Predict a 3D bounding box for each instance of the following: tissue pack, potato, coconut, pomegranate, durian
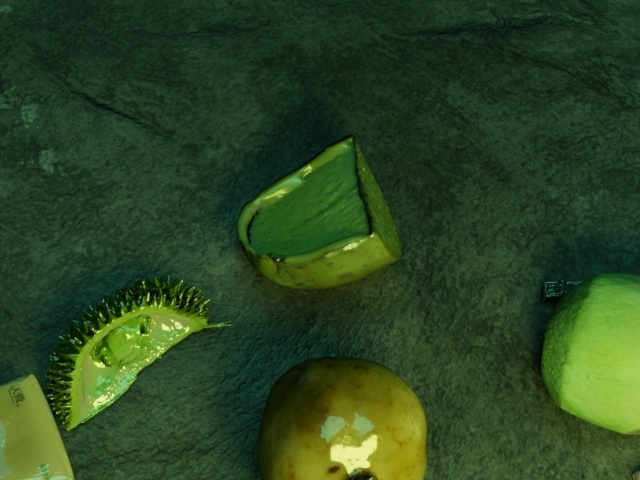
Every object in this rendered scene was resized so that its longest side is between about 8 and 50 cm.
[{"bbox_3d":[-0.537,0.360,1.431,0.186,0.090,0.222,-20,64,-19],"label":"tissue pack"},{"bbox_3d":[0.000,0.000,1.663,0.280,0.213,0.330,-22,38,10],"label":"potato"},{"bbox_3d":[0.578,0.206,1.532,0.328,0.281,0.328,-4,24,2],"label":"coconut"},{"bbox_3d":[0.034,0.331,1.413,0.307,0.307,0.307,3,59,-4],"label":"pomegranate"},{"bbox_3d":[-0.365,0.181,1.570,0.355,0.157,0.169,-34,104,-22],"label":"durian"}]

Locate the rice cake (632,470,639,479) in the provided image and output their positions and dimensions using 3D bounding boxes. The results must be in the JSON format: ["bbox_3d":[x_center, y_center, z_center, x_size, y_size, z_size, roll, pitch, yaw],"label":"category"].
[{"bbox_3d":[0.588,0.529,1.470,0.055,0.049,0.270,8,59,-1],"label":"rice cake"}]

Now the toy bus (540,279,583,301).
[{"bbox_3d":[0.518,0.106,1.717,0.130,0.052,0.037,0,64,-3],"label":"toy bus"}]
